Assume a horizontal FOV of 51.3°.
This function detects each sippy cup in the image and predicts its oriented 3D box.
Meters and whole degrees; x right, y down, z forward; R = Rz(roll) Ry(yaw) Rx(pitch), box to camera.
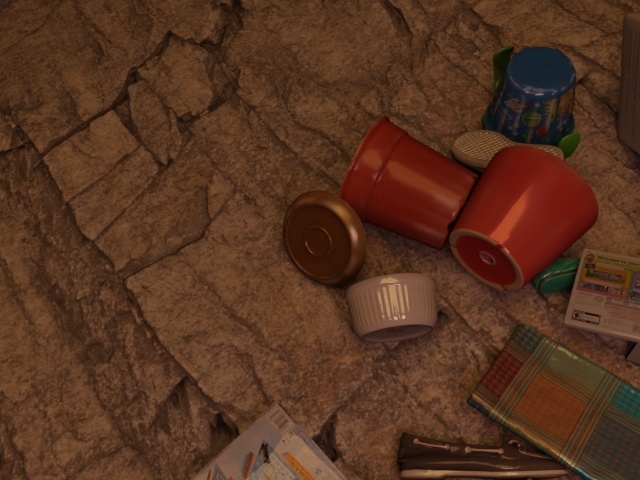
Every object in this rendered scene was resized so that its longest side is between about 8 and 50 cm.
[{"bbox_3d":[0.544,-0.360,1.695,0.305,0.224,0.240,28,69,20],"label":"sippy cup"}]

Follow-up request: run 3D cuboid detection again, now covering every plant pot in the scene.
[{"bbox_3d":[0.000,0.000,1.575,0.236,0.236,0.032,30,32,22],"label":"plant pot"},{"bbox_3d":[0.216,-0.122,1.598,0.265,0.272,0.272,26,67,12],"label":"plant pot"},{"bbox_3d":[0.436,-0.036,1.496,0.275,0.275,0.243,35,68,23],"label":"plant pot"}]

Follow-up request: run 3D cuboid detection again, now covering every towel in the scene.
[{"bbox_3d":[0.522,0.342,1.362,0.370,0.040,0.271,31,48,22],"label":"towel"}]

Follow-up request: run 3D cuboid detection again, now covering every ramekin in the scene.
[{"bbox_3d":[0.161,0.155,1.474,0.207,0.207,0.109,-8,69,3],"label":"ramekin"}]

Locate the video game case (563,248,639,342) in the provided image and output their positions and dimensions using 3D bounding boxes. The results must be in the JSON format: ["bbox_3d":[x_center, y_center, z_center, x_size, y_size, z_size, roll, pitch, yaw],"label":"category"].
[{"bbox_3d":[0.647,0.119,1.411,0.212,0.023,0.193,12,62,27],"label":"video game case"}]

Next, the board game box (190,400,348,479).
[{"bbox_3d":[-0.102,0.553,1.358,0.318,0.066,0.318,-40,64,-15],"label":"board game box"}]

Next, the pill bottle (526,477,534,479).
[{"bbox_3d":[0.491,0.576,1.203,0.318,0.176,0.176,29,68,21],"label":"pill bottle"}]

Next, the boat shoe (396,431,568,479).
[{"bbox_3d":[0.321,0.433,1.344,0.335,0.112,0.095,-4,65,10],"label":"boat shoe"}]

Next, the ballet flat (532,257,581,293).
[{"bbox_3d":[0.609,0.063,1.535,0.247,0.083,0.087,-8,41,1],"label":"ballet flat"}]

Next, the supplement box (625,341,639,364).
[{"bbox_3d":[0.751,0.162,1.439,0.111,0.114,0.220,17,63,18],"label":"supplement box"}]

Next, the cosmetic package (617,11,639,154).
[{"bbox_3d":[0.915,-0.338,1.491,0.329,0.327,0.394,-9,28,1],"label":"cosmetic package"}]

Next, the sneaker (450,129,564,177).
[{"bbox_3d":[0.467,-0.183,1.675,0.126,0.127,0.321,-43,39,-17],"label":"sneaker"}]
